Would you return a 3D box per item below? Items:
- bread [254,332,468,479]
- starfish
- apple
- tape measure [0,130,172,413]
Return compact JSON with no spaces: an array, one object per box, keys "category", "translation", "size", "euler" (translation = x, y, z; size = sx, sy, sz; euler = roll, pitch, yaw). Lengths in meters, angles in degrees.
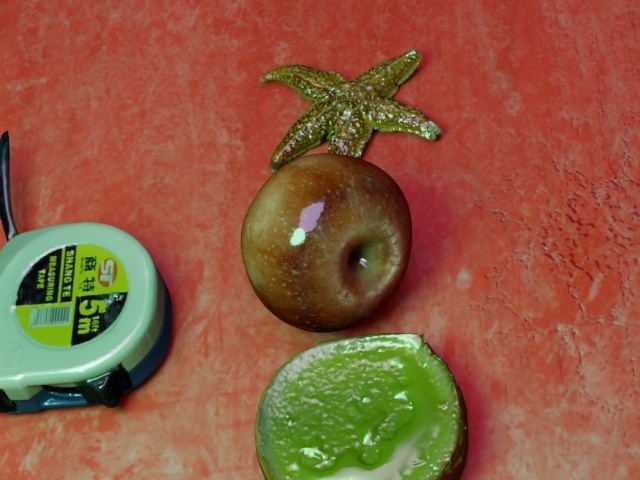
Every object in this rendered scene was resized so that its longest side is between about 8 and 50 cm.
[{"category":"bread","translation":[0.044,0.198,1.676],"size":[0.236,0.070,0.236],"euler":[-5,57,7]},{"category":"starfish","translation":[0.027,-0.156,1.920],"size":[0.240,0.043,0.227],"euler":[24,64,25]},{"category":"apple","translation":[0.000,0.000,1.731],"size":[0.201,0.201,0.162],"euler":[-44,44,-19]},{"category":"tape measure","translation":[-0.278,0.026,1.813],"size":[0.215,0.098,0.351],"euler":[-6,60,7]}]
